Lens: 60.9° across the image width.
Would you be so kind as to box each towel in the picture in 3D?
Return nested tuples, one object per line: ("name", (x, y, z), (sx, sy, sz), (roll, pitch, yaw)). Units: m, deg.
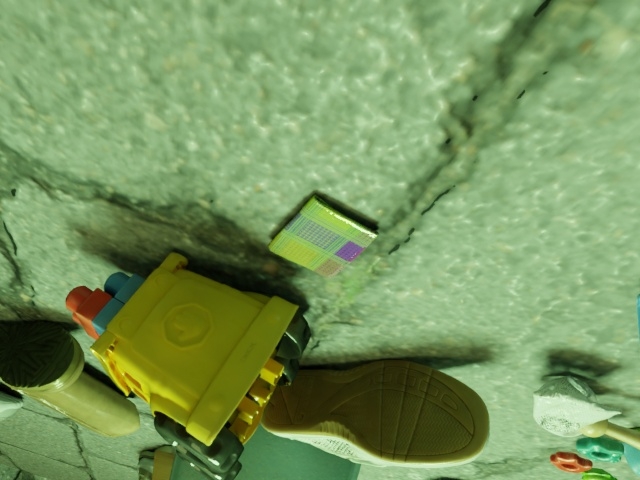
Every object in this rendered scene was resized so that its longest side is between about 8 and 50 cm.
("towel", (0.000, 0.000, 0.414), (0.060, 0.009, 0.083), (27, 143, -14))

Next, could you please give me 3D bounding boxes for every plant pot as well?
("plant pot", (-0.081, 0.368, 0.746), (0.247, 0.252, 0.247), (12, 144, 6))

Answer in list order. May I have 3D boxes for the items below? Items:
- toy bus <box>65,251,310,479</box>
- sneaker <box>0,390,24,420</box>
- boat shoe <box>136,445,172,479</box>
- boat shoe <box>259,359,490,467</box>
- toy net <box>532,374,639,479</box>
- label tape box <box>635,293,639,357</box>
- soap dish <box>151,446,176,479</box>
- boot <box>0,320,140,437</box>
("toy bus", (-0.137, 0.115, 0.530), (0.211, 0.149, 0.220), (27, 149, 9))
("sneaker", (-0.707, 0.370, 1.128), (0.105, 0.115, 0.281), (36, 141, -26))
("boat shoe", (-0.371, 0.545, 1.241), (0.113, 0.103, 0.302), (25, 145, -11))
("boat shoe", (0.061, 0.190, 0.584), (0.277, 0.098, 0.096), (-7, 142, 42))
("toy net", (0.265, 0.185, 0.533), (0.232, 0.045, 0.122), (38, 142, -25))
("label tape box", (0.354, 0.144, 0.246), (0.347, 0.249, 0.115), (-3, 175, 25))
("soap dish", (-0.177, 0.494, 0.979), (0.228, 0.118, 0.291), (10, 134, 10))
("boot", (-0.355, 0.219, 0.807), (0.236, 0.089, 0.269), (6, 145, 33))
